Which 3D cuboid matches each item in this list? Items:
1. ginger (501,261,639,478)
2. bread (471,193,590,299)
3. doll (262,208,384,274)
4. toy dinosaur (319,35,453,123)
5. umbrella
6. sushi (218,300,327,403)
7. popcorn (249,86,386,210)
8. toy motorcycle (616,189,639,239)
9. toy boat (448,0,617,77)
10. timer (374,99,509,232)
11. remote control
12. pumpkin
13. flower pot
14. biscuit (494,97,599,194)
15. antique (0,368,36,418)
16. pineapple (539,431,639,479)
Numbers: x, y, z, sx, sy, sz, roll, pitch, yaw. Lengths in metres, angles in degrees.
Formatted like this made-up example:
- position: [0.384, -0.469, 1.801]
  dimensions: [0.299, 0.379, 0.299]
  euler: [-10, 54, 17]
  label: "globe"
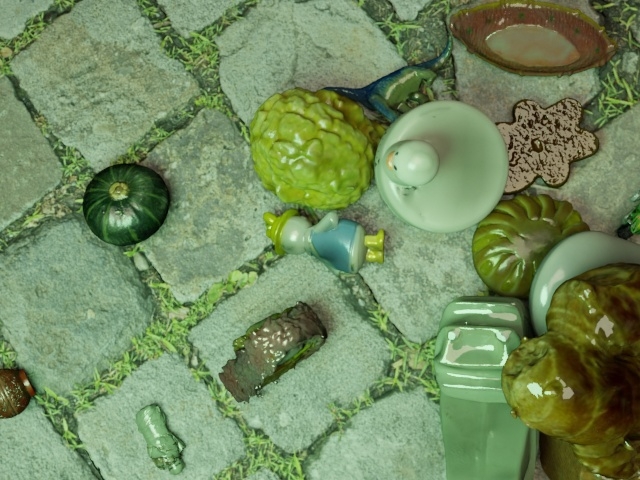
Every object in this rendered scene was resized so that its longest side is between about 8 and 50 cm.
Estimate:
- position: [0.436, 0.172, 0.931]
  dimensions: [0.274, 0.152, 0.357]
  euler: [43, 71, -4]
  label: "ginger"
- position: [0.382, 0.010, 1.174]
  dimensions: [0.213, 0.105, 0.213]
  euler: [-1, 83, 8]
  label: "bread"
- position: [0.000, -0.001, 1.210]
  dimensions: [0.241, 0.135, 0.099]
  euler: [15, 82, 18]
  label: "doll"
- position: [0.126, -0.317, 1.249]
  dimensions: [0.188, 0.075, 0.248]
  euler: [40, 96, 18]
  label: "toy dinosaur"
- position: [-0.307, 0.384, 1.249]
  dimensions: [0.067, 0.062, 0.143]
  euler: [-29, 81, -27]
  label: "umbrella"
- position: [-0.083, 0.203, 1.205]
  dimensions: [0.161, 0.241, 0.107]
  euler: [-22, 67, -37]
  label: "sushi"
- position: [0.003, -0.172, 1.190]
  dimensions: [0.251, 0.206, 0.237]
  euler: [-26, 66, -27]
  label: "popcorn"
- position: [0.610, -0.072, 1.151]
  dimensions: [0.190, 0.106, 0.074]
  euler: [-43, 82, 0]
  label: "toy motorcycle"
- position: [0.395, -0.374, 1.208]
  dimensions: [0.318, 0.099, 0.141]
  euler: [14, 128, 7]
  label: "toy boat"
- position: [0.209, -0.126, 1.114]
  dimensions: [0.233, 0.240, 0.233]
  euler: [-1, 96, -8]
  label: "timer"
- position: [0.491, 0.106, 1.103]
  dimensions: [0.332, 0.103, 0.221]
  euler: [15, 91, -25]
  label: "remote control"
- position: [-0.375, -0.069, 1.253]
  dimensions: [0.167, 0.125, 0.167]
  euler: [4, 70, -11]
  label: "pumpkin"
- position: [0.278, 0.277, 1.084]
  dimensions: [0.164, 0.254, 0.367]
  euler: [-2, 87, 20]
  label: "flower pot"
- position: [0.391, -0.174, 1.218]
  dimensions: [0.236, 0.039, 0.180]
  euler: [-21, 86, 5]
  label: "biscuit"
- position: [-0.616, 0.299, 1.267]
  dimensions: [0.104, 0.104, 0.104]
  euler: [0, 86, 6]
  label: "antique"
- position: [0.562, 0.323, 1.089]
  dimensions: [0.357, 0.223, 0.223]
  euler: [-3, 85, -3]
  label: "pineapple"
